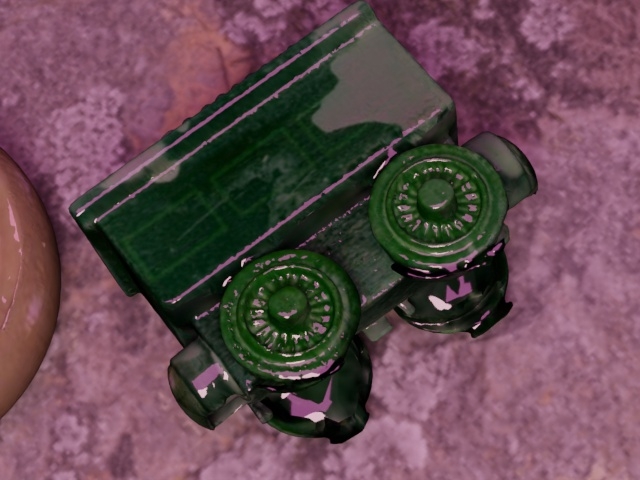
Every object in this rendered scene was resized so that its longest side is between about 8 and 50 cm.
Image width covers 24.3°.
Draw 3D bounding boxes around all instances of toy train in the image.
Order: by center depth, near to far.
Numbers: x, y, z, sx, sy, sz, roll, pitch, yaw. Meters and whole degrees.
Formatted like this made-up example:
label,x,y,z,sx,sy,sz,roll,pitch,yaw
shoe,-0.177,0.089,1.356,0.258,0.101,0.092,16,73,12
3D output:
label,x,y,z,sx,sy,sz,roll,pitch,yaw
toy train,0.000,0.000,0.939,0.266,0.145,0.202,-37,67,-9

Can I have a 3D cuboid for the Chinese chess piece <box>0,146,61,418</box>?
label,x,y,z,sx,sy,sz,roll,pitch,yaw
Chinese chess piece,-0.295,0.031,0.980,0.250,0.103,0.249,-2,71,5
